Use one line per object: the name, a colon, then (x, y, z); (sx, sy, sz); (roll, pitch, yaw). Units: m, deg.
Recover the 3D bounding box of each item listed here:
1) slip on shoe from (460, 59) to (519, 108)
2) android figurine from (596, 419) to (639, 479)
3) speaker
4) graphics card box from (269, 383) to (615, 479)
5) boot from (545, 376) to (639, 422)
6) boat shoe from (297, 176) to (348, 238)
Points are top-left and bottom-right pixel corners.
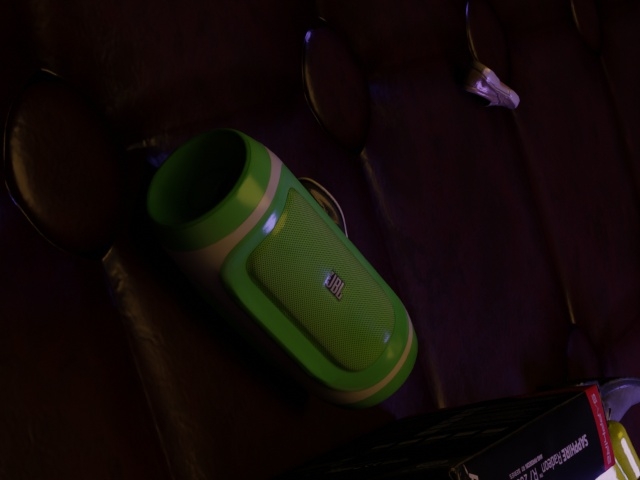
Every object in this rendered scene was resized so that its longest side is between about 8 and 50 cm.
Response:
slip on shoe: (0.227, -0.199, 1.909); (0.041, 0.051, 0.135); (-59, 153, 1)
android figurine: (0.321, 0.335, 1.771); (0.248, 0.056, 0.273); (-52, 127, -31)
speaker: (-0.028, 0.032, 1.267); (0.296, 0.131, 0.131); (48, 39, -40)
graphics card box: (0.105, 0.222, 1.308); (0.371, 0.233, 0.094); (-9, 86, -62)
boot: (0.377, 0.270, 1.943); (0.246, 0.083, 0.161); (2, 83, -55)
boat shoe: (0.002, 0.000, 1.411); (0.042, 0.049, 0.133); (-67, 140, -59)
